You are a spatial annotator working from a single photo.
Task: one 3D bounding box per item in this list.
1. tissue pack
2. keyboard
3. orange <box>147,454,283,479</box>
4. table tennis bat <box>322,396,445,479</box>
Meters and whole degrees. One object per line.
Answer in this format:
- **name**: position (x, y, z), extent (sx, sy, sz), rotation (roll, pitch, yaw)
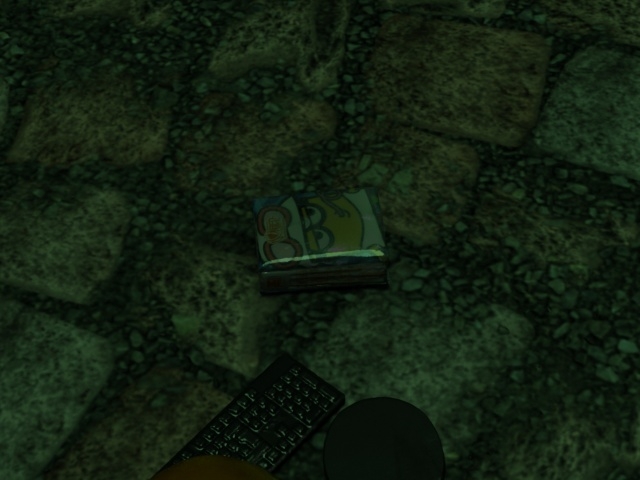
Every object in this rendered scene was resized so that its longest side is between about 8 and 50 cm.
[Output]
- **tissue pack**: position (0.000, 0.000, 1.762), extent (0.155, 0.065, 0.115), rotation (-4, 49, -4)
- **keyboard**: position (-0.107, 0.240, 1.588), extent (0.101, 0.018, 0.310), rotation (33, 57, 25)
- **orange**: position (-0.091, 0.318, 1.380), extent (0.240, 0.240, 0.240), rotation (0, 49, 0)
- **table tennis bat**: position (0.071, 0.256, 1.572), extent (0.130, 0.019, 0.220), rotation (-6, 48, -3)
